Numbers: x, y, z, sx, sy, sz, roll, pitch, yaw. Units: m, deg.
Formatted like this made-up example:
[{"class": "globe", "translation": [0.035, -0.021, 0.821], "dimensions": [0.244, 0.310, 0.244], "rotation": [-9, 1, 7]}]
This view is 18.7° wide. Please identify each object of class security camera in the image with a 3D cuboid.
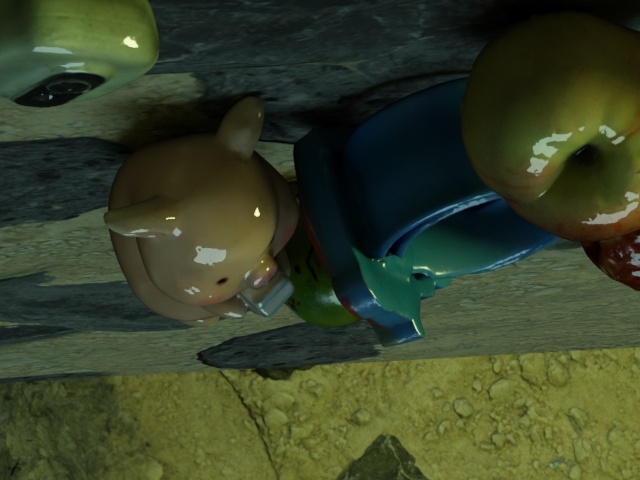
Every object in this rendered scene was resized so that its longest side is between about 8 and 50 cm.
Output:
[{"class": "security camera", "translation": [-0.257, -0.144, 1.625], "dimensions": [0.157, 0.080, 0.301], "rotation": [2, 169, -36]}]

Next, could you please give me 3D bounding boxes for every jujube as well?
[{"class": "jujube", "translation": [0.416, -0.019, 2.310], "dimensions": [0.174, 0.174, 0.250], "rotation": [-16, 159, 41]}]

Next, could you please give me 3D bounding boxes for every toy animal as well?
[{"class": "toy animal", "translation": [-0.121, -0.007, 1.988], "dimensions": [0.195, 0.213, 0.256], "rotation": [-44, -166, -19]}]

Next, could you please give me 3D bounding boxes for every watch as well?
[{"class": "watch", "translation": [0.151, -0.041, 2.003], "dimensions": [0.274, 0.241, 0.305], "rotation": [-27, 160, 25]}]

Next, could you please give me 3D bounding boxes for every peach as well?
[{"class": "peach", "translation": [0.230, -0.115, 1.736], "dimensions": [0.233, 0.232, 0.232], "rotation": [-6, 168, -1]}]

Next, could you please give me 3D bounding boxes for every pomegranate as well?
[{"class": "pomegranate", "translation": [0.000, 0.000, 2.262], "dimensions": [0.210, 0.180, 0.180], "rotation": [29, 155, -19]}]
